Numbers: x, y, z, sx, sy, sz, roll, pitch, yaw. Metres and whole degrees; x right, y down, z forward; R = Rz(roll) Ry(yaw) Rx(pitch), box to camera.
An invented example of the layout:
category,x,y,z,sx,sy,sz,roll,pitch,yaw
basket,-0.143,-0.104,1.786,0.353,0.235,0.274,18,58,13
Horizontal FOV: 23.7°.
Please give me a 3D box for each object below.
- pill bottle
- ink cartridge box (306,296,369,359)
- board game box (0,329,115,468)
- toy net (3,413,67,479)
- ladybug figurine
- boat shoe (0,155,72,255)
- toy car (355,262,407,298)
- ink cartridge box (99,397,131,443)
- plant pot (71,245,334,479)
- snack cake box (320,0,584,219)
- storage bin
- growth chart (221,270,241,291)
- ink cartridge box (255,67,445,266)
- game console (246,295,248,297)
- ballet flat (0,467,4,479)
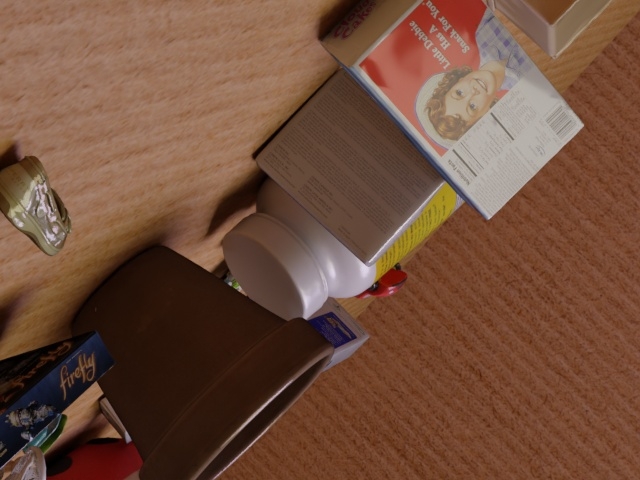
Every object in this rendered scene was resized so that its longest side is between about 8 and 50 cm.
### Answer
category,x,y,z,sx,sy,sz,roll,pitch,yaw
pill bottle,0.043,-0.050,1.909,0.334,0.188,0.188,-41,171,-27
ink cartridge box,-0.029,0.138,2.528,0.065,0.165,0.333,-45,171,12
board game box,-0.324,0.176,1.432,0.165,0.042,0.243,-18,-164,35
toy net,-0.322,0.240,1.772,0.122,0.045,0.232,-43,-162,14
ladybug figurine,-0.385,0.431,2.221,0.449,0.162,0.305,-37,173,-34
boat shoe,-0.223,-0.029,1.219,0.048,0.056,0.153,-40,164,-4
toy car,0.000,0.000,2.064,0.225,0.239,0.053,-80,-179,-58
ink cartridge box,-0.239,0.222,2.209,0.150,0.063,0.109,-35,170,-14
plant pot,-0.151,0.135,1.724,0.263,0.229,0.263,-44,171,-9
snack cake box,0.142,-0.165,1.623,0.152,0.264,0.089,-44,-147,2
storage bin,0.344,-0.383,1.979,0.260,0.123,0.262,-46,171,4
growth chart,-0.131,0.074,2.231,0.237,0.021,0.172,-46,170,2
ink cartridge box,0.066,-0.111,1.755,0.224,0.181,0.056,-47,174,-1
game console,-0.081,0.053,2.122,0.071,0.107,0.122,-19,161,9
ballet flat,-0.395,0.261,1.720,0.206,0.067,0.073,-48,169,17
